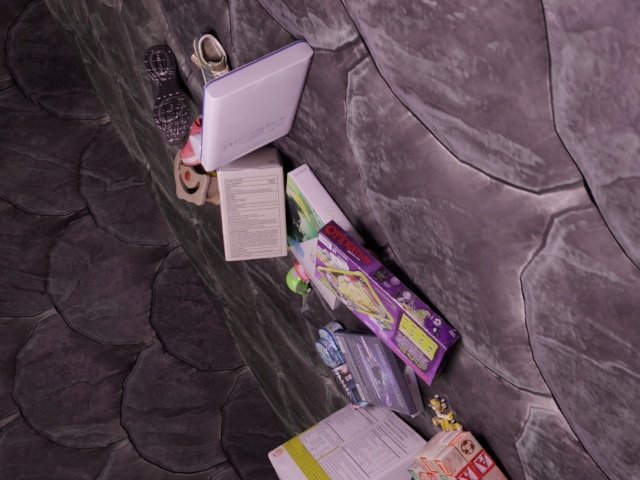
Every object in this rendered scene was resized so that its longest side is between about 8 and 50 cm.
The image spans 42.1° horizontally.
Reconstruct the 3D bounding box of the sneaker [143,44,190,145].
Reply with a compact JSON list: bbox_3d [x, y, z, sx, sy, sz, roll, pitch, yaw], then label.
[{"bbox_3d":[-0.428,-0.407,2.368,0.130,0.109,0.286,114,147,-82],"label":"sneaker"}]

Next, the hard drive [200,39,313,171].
[{"bbox_3d":[-0.132,-0.253,1.615,0.040,0.210,0.318,58,163,11],"label":"hard drive"}]

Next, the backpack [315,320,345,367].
[{"bbox_3d":[0.038,0.277,2.192,0.114,0.084,0.105,66,160,-9],"label":"backpack"}]

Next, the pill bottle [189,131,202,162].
[{"bbox_3d":[-0.194,-0.240,1.853,0.103,0.184,0.103,52,160,27],"label":"pill bottle"}]

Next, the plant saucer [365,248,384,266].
[{"bbox_3d":[0.114,0.053,1.740,0.083,0.013,0.083,52,161,25],"label":"plant saucer"}]

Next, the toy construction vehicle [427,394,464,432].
[{"bbox_3d":[0.266,0.386,1.802,0.098,0.035,0.085,29,145,59],"label":"toy construction vehicle"}]

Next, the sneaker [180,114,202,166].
[{"bbox_3d":[-0.316,-0.282,2.310,0.314,0.116,0.136,9,113,64],"label":"sneaker"}]

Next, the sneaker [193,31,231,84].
[{"bbox_3d":[-0.241,-0.396,1.938,0.192,0.064,0.086,66,167,-8],"label":"sneaker"}]

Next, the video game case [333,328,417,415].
[{"bbox_3d":[0.124,0.305,1.961,0.196,0.026,0.274,67,159,-4],"label":"video game case"}]

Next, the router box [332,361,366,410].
[{"bbox_3d":[0.100,0.359,2.124,0.122,0.092,0.038,59,-174,5],"label":"router box"}]

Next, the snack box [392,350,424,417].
[{"bbox_3d":[0.187,0.329,1.929,0.100,0.037,0.141,37,150,54],"label":"snack box"}]

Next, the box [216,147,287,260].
[{"bbox_3d":[-0.160,-0.085,1.935,0.127,0.149,0.232,-106,13,-62],"label":"box"}]

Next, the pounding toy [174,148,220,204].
[{"bbox_3d":[-0.353,-0.200,2.562,0.270,0.155,0.154,20,109,51],"label":"pounding toy"}]

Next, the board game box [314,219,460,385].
[{"bbox_3d":[0.124,0.128,1.680,0.347,0.056,0.208,43,153,19],"label":"board game box"}]

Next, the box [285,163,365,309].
[{"bbox_3d":[0.000,0.000,1.904,0.232,0.059,0.322,54,160,20],"label":"box"}]

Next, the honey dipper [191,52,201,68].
[{"bbox_3d":[-0.264,-0.413,2.048,0.160,0.030,0.030,45,158,29],"label":"honey dipper"}]

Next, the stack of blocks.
[{"bbox_3d":[0.290,0.505,1.795,0.171,0.087,0.297,50,162,2],"label":"stack of blocks"}]

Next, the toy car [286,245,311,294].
[{"bbox_3d":[-0.069,0.076,2.221,0.239,0.053,0.225,48,158,36],"label":"toy car"}]

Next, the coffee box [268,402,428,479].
[{"bbox_3d":[0.124,0.659,2.124,0.338,0.334,0.337,29,145,64],"label":"coffee box"}]
